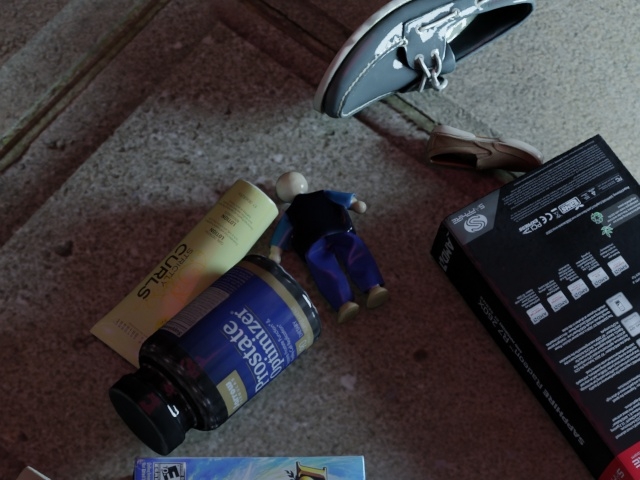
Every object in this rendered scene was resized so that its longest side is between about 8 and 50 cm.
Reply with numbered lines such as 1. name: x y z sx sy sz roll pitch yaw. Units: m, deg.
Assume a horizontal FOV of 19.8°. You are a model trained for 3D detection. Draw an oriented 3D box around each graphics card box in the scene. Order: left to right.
1. graphics card box: 0.320 0.085 2.046 0.233 0.094 0.371 -30 71 -19

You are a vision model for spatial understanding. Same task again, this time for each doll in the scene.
1. doll: 0.000 0.000 2.077 0.129 0.046 0.189 -27 68 -5

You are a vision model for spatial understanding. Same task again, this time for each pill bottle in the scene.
1. pill bottle: -0.114 0.124 1.961 0.123 0.123 0.219 43 67 14

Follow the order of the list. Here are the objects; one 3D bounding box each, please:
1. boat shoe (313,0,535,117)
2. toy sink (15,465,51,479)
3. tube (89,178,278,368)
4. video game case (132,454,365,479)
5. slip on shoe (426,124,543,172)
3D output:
1. boat shoe: 0.126 -0.232 2.171 0.099 0.116 0.319 42 62 18
2. toy sink: -0.222 0.353 1.781 0.234 0.131 0.153 28 78 32
3. tube: -0.143 0.038 2.037 0.240 0.062 0.070 -49 35 -14
4. video game case: -0.070 0.355 1.886 0.244 0.061 0.269 1 63 -7
5. slip on shoe: 0.190 -0.098 2.145 0.135 0.051 0.041 16 58 5
